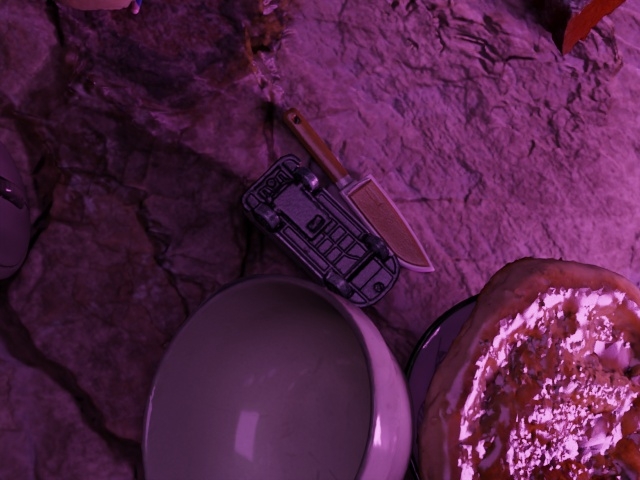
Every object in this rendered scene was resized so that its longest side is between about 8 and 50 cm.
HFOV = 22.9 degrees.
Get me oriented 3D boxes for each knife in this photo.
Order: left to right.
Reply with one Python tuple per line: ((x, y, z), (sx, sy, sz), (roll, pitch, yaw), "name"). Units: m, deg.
((0.046, -0.060, 1.850), (0.046, 0.022, 0.256), (-36, 82, -20), "knife")

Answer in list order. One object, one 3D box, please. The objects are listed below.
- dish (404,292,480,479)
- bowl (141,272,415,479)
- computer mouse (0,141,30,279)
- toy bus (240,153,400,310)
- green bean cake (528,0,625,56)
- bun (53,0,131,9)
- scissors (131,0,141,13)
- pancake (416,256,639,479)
((0.225, 0.213, 1.755), (0.316, 0.106, 0.316), (4, 73, -12), "dish")
((-0.027, 0.201, 1.652), (0.307, 0.163, 0.307), (-15, 64, 34), "bowl")
((-0.421, -0.061, 1.664), (0.297, 0.121, 0.184), (14, 55, -37), "computer mouse")
((0.000, 0.000, 1.789), (0.194, 0.089, 0.087), (43, 74, 5), "toy bus")
((0.346, -0.363, 1.943), (0.232, 0.097, 0.198), (-26, 78, -15), "green bean cake")
((-0.245, -0.374, 1.832), (0.145, 0.229, 0.229), (10, 66, -52), "bun")
((-0.225, -0.325, 1.890), (0.039, 0.012, 0.113), (11, 73, -6), "scissors")
((0.262, 0.190, 1.662), (0.356, 0.065, 0.356), (5, 79, -27), "pancake")
